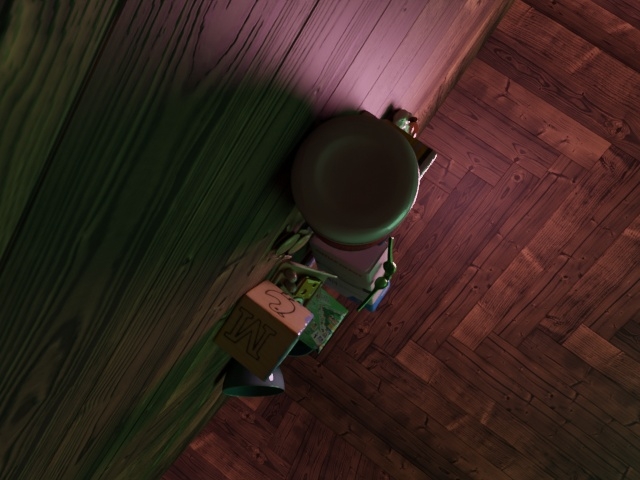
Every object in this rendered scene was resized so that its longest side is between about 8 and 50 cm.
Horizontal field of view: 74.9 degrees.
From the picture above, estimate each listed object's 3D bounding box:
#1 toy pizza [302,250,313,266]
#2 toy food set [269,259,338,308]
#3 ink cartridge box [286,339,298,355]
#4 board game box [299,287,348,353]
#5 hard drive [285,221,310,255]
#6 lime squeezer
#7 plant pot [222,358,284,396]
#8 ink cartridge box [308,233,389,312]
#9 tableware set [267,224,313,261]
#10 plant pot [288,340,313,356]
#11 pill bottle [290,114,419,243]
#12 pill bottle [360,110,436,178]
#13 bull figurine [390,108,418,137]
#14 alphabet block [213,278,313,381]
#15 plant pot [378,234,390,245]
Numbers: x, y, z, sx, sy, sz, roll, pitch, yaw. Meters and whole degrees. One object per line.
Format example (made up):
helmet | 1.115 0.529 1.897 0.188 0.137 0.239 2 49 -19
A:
toy pizza | -0.059 0.102 1.975 0.201 0.032 0.201 -54 173 -9
toy food set | -0.096 0.217 1.467 0.220 0.092 0.306 19 112 -41
ink cartridge box | -0.167 0.356 1.769 0.270 0.197 0.198 -52 174 -14
board game box | -0.061 0.271 1.643 0.213 0.317 0.046 -53 -157 -13
hard drive | -0.066 -0.006 1.338 0.135 0.022 0.094 -53 174 -9
lime squeezer | 0.234 0.137 1.581 0.110 0.059 0.310 1 115 -63
plant pot | -0.317 0.624 2.001 0.290 0.290 0.195 117 -26 -56
ink cartridge box | 0.136 0.104 1.770 0.166 0.285 0.395 -52 155 -20
tableware set | -0.083 0.000 1.179 0.128 0.039 0.194 -43 170 11
plant pot | -0.127 0.384 2.062 0.271 0.272 0.255 -58 -173 36
pill bottle | 0.070 -0.093 0.913 0.229 0.229 0.407 -54 174 -3
pill bottle | 0.171 -0.225 1.042 0.119 0.208 0.119 -53 174 -8
bull figurine | 0.290 -0.376 1.488 0.310 0.101 0.188 -51 155 -64
alphabet block | -0.167 0.266 1.268 0.193 0.197 0.192 -55 175 14
plant pot | 0.172 -0.165 1.344 0.212 0.236 0.236 -58 179 -42
